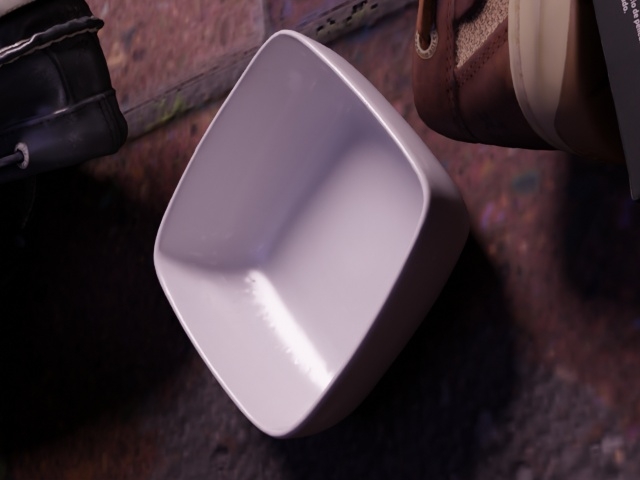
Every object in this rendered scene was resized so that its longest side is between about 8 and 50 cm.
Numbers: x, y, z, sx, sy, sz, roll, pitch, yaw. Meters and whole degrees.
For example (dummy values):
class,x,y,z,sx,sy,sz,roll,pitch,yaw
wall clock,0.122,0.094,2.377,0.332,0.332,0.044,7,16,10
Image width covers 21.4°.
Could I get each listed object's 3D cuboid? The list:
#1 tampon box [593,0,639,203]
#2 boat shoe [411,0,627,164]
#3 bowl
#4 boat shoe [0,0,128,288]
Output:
class,x,y,z,sx,sy,sz,roll,pitch,yaw
tampon box,0.177,-0.078,0.487,0.161,0.120,0.101,-26,65,42
boat shoe,0.086,-0.200,0.616,0.123,0.123,0.342,6,94,47
bowl,0.000,0.000,0.720,0.142,0.053,0.142,-58,47,23
boat shoe,-0.197,-0.025,0.899,0.340,0.127,0.113,-33,88,45
